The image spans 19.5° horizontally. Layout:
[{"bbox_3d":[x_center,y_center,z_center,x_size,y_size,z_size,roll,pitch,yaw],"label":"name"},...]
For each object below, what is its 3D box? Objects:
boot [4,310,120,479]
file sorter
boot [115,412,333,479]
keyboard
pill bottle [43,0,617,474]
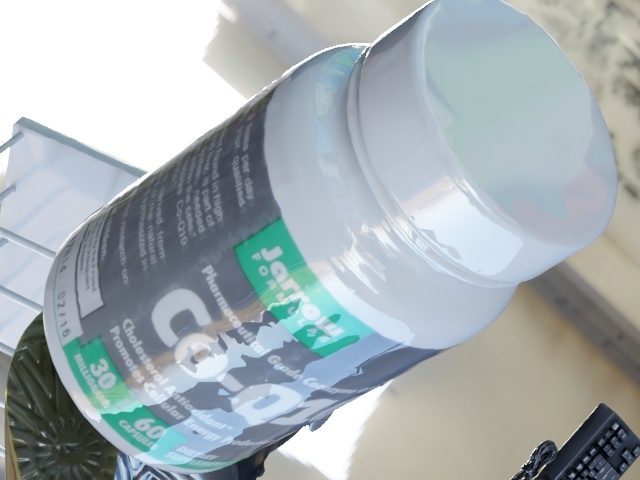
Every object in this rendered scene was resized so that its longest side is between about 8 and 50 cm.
[{"bbox_3d":[-0.221,0.196,1.376,0.269,0.089,0.236,135,-39,-59],"label":"boot"},{"bbox_3d":[-0.269,0.063,1.812,0.173,0.193,0.278,-48,158,-52],"label":"file sorter"},{"bbox_3d":[-0.050,0.130,1.684,0.445,0.146,0.367,-48,180,-39],"label":"boot"},{"bbox_3d":[0.211,0.228,1.670,0.180,0.108,0.023,-48,-145,-5],"label":"keyboard"},{"bbox_3d":[0.000,0.000,1.197,0.361,0.204,0.204,-33,-159,40],"label":"pill bottle"}]
